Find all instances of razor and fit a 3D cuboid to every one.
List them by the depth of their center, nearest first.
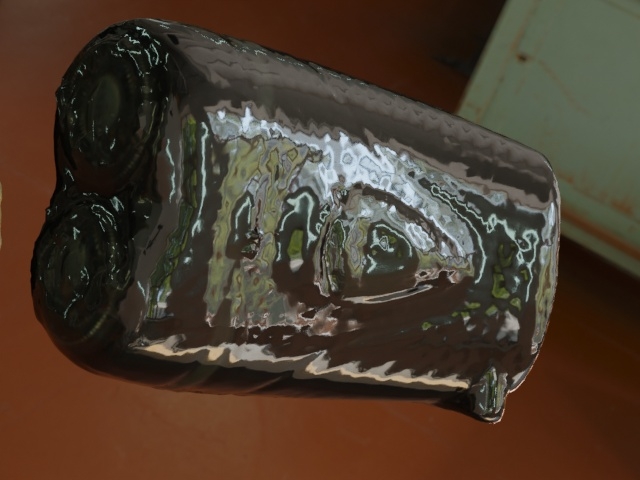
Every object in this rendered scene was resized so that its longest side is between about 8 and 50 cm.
[{"bbox_3d":[-0.002,0.000,0.772,0.349,0.205,0.113,13,-3,-39],"label":"razor"}]

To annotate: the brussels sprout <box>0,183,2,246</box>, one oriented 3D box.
[{"bbox_3d":[-0.384,-0.069,0.960,0.316,0.243,0.274,21,3,-13],"label":"brussels sprout"}]
